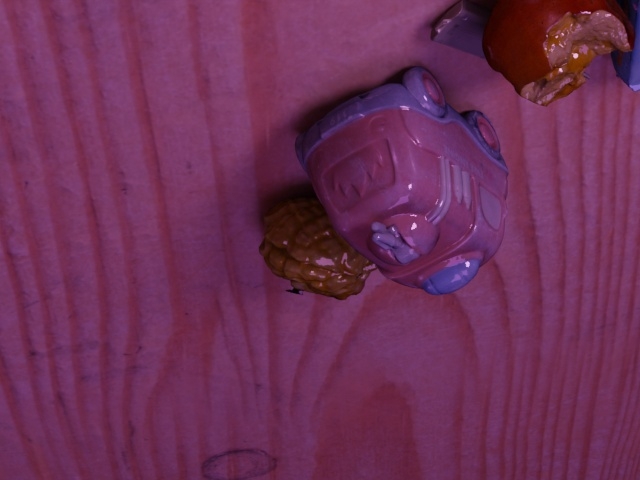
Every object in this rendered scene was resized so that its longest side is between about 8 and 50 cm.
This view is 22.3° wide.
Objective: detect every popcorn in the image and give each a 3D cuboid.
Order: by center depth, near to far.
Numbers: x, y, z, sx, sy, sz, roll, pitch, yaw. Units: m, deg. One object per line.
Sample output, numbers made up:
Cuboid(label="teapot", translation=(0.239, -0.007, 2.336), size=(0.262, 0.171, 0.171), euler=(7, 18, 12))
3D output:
Cuboid(label="popcorn", translation=(-0.002, 0.012, 2.185), size=(0.173, 0.142, 0.173), euler=(-5, 176, 0))

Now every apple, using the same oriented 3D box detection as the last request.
Cuboid(label="apple", translation=(0.264, -0.244, 1.863), size=(0.158, 0.147, 0.156), euler=(-33, 174, 19))

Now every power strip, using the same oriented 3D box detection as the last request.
Cuboid(label="power strip", translation=(0.238, -0.236, 1.974), size=(0.252, 0.027, 0.060), euler=(14, 138, -35))

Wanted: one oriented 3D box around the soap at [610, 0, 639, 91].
Cuboid(label="soap", translation=(0.429, -0.281, 1.919), size=(0.156, 0.077, 0.293), euler=(-12, 148, -2))

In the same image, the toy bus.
Cuboid(label="toy bus", translation=(0.115, -0.053, 2.027), size=(0.197, 0.232, 0.294), euler=(-28, 143, 24))
